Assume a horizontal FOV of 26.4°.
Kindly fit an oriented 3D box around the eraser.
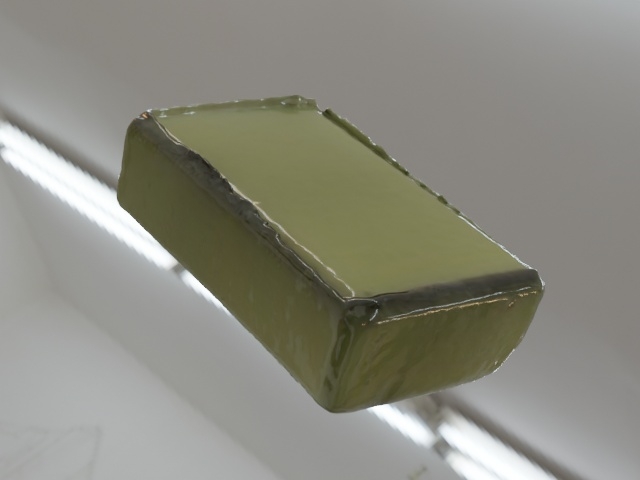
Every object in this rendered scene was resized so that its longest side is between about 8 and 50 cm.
[{"bbox_3d":[0.000,0.000,0.606,0.172,0.117,0.058,41,-55,38],"label":"eraser"}]
